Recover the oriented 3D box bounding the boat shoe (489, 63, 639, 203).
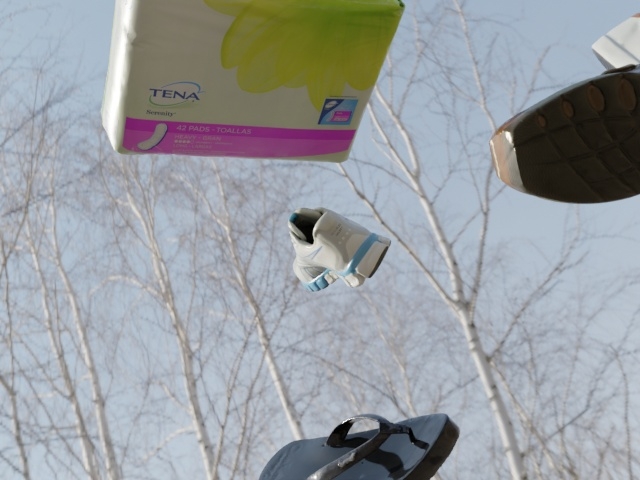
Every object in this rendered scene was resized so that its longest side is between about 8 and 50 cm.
[{"bbox_3d":[0.314,-0.120,0.786,0.324,0.120,0.122,-17,-77,-16],"label":"boat shoe"}]

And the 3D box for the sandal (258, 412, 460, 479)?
[{"bbox_3d":[0.021,0.216,0.763,0.255,0.097,0.054,-24,-70,38],"label":"sandal"}]

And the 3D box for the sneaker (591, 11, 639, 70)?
[{"bbox_3d":[0.472,-0.211,0.976,0.123,0.290,0.106,-41,-43,16],"label":"sneaker"}]

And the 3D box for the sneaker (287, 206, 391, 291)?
[{"bbox_3d":[0.000,0.000,0.766,0.083,0.191,0.071,38,-107,-10],"label":"sneaker"}]

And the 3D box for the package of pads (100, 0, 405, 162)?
[{"bbox_3d":[-0.077,-0.201,0.844,0.297,0.101,0.229,-1,-45,-24],"label":"package of pads"}]
